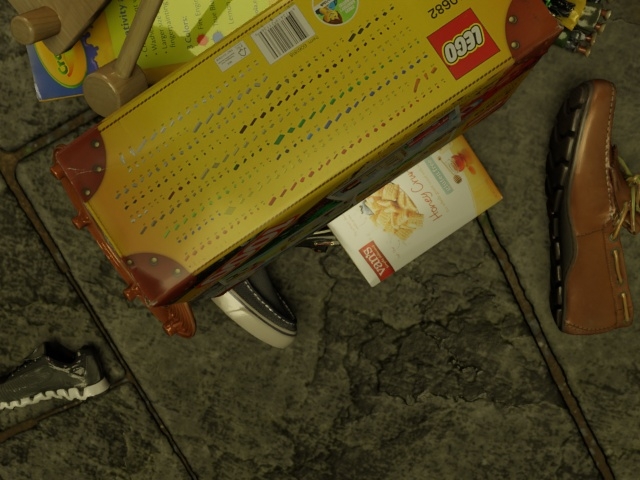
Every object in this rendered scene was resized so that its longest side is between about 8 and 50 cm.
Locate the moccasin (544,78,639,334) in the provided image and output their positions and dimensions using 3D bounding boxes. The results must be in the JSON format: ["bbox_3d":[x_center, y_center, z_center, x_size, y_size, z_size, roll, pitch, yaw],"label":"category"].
[{"bbox_3d":[0.404,-0.040,1.124,0.147,0.139,0.380,-5,106,7],"label":"moccasin"}]

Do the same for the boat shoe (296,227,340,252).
[{"bbox_3d":[0.000,0.000,1.230,0.133,0.049,0.042,-9,97,5],"label":"boat shoe"}]

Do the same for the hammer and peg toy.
[{"bbox_3d":[-0.285,-0.345,0.915,0.266,0.127,0.361,-33,100,38],"label":"hammer and peg toy"}]

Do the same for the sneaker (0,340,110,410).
[{"bbox_3d":[-0.480,0.224,1.341,0.234,0.078,0.106,-7,102,5],"label":"sneaker"}]

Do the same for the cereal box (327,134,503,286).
[{"bbox_3d":[0.125,-0.066,1.177,0.240,0.047,0.173,-36,100,3],"label":"cereal box"}]

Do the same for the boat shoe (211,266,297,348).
[{"bbox_3d":[-0.124,0.002,1.207,0.158,0.127,0.340,-44,98,10],"label":"boat shoe"}]

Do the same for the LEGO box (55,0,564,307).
[{"bbox_3d":[-0.006,-0.138,0.959,0.500,0.372,0.193,-34,86,2],"label":"LEGO box"}]

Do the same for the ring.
[{"bbox_3d":[-0.294,0.011,1.144,0.032,0.336,0.336,-37,101,-23],"label":"ring"}]

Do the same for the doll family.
[{"bbox_3d":[0.351,-0.348,1.080,0.111,0.076,0.193,22,102,5],"label":"doll family"}]

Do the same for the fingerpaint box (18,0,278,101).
[{"bbox_3d":[-0.236,-0.441,1.072,0.371,0.163,0.445,-8,105,8],"label":"fingerpaint box"}]
